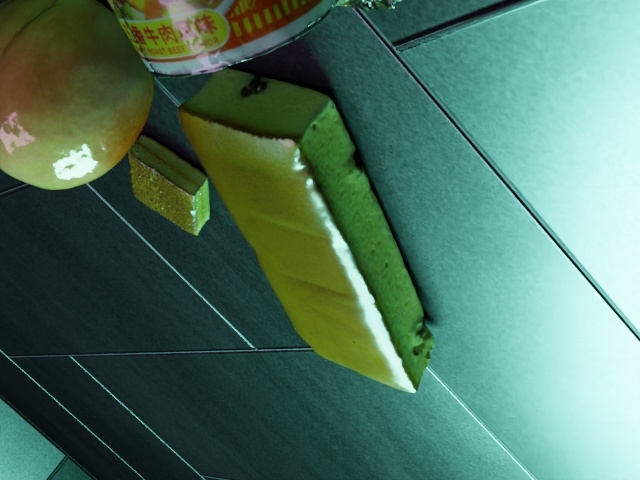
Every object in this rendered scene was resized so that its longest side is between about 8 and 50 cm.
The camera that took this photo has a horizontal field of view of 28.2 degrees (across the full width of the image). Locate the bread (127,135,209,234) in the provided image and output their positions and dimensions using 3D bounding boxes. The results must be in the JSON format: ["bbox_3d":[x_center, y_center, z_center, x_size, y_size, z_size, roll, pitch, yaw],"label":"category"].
[{"bbox_3d":[-0.160,-0.058,1.349,0.090,0.035,0.094,32,155,12],"label":"bread"}]

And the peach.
[{"bbox_3d":[-0.244,-0.134,1.164,0.184,0.184,0.184,30,154,16],"label":"peach"}]

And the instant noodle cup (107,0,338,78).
[{"bbox_3d":[-0.082,-0.217,0.739,0.193,0.193,0.212,9,130,46],"label":"instant noodle cup"}]

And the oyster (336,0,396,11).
[{"bbox_3d":[-0.024,-0.211,0.882,0.177,0.064,0.125,32,170,-12],"label":"oyster"}]

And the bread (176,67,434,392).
[{"bbox_3d":[0.000,0.000,1.190,0.138,0.077,0.361,17,148,36],"label":"bread"}]
